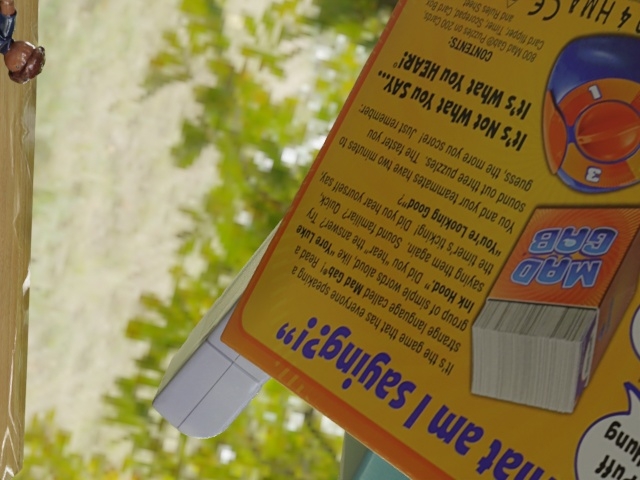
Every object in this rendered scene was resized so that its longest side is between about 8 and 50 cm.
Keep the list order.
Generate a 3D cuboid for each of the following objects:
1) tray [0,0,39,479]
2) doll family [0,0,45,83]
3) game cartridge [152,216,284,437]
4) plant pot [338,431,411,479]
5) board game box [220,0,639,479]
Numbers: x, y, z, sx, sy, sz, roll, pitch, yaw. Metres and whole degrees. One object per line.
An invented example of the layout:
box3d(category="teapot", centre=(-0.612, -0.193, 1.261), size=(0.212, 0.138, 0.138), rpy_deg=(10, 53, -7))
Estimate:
box3d(category="tray", centre=(-0.329, -0.016, 1.334), size=(0.076, 0.203, 0.410), rpy_deg=(-39, 137, -65))
box3d(category="doll family", centre=(-0.248, -0.122, 1.076), size=(0.076, 0.111, 0.193), rpy_deg=(-50, -160, -24))
box3d(category="game cartridge", centre=(0.000, 0.000, 1.168), size=(0.297, 0.062, 0.198), rpy_deg=(-51, -171, 6))
box3d(category="plant pot", centre=(0.130, 0.139, 1.571), size=(0.165, 0.166, 0.234), rpy_deg=(-81, -172, -52))
box3d(category="board game box", centre=(0.239, 0.019, 0.958), size=(0.356, 0.356, 0.356), rpy_deg=(31, -87, 50))
